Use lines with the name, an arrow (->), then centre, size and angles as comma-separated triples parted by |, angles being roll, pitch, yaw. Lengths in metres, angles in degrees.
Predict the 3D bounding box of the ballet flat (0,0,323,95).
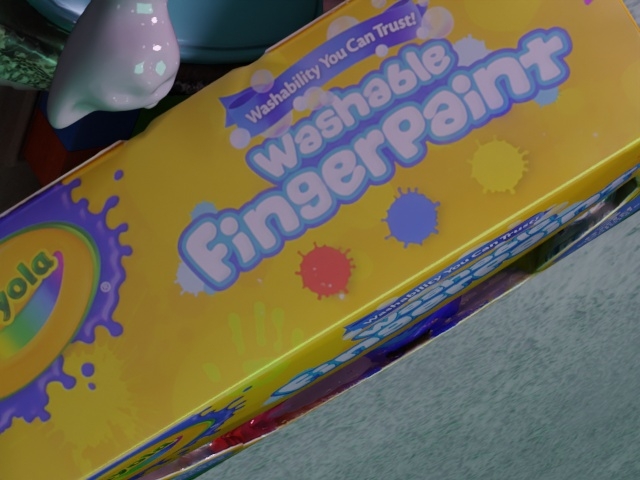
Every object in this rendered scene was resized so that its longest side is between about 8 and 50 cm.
ballet flat -> -0.217, -0.158, 1.054 | 0.182, 0.164, 0.483 | -24, 159, 37

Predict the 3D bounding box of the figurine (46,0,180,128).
figurine -> -0.134, -0.138, 0.942 | 0.215, 0.092, 0.209 | -9, 129, -41

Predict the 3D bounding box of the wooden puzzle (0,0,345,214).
wooden puzzle -> -0.109, -0.057, 1.414 | 0.322, 0.080, 0.348 | -14, 149, -36

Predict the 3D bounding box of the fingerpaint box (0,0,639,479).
fingerpaint box -> 0.000, 0.000, 1.217 | 0.445, 0.163, 0.371 | -32, 171, 5
